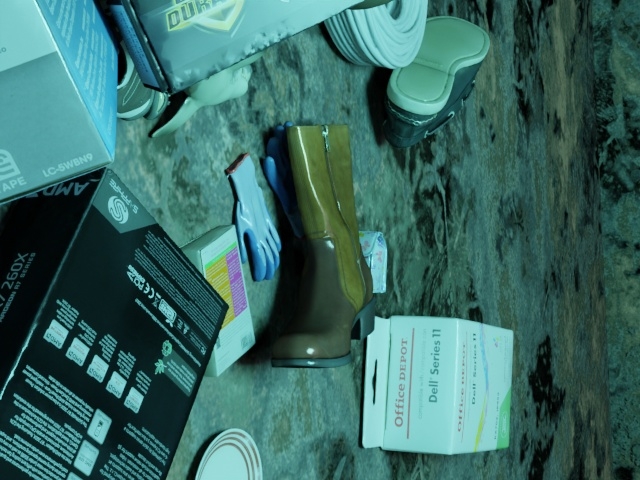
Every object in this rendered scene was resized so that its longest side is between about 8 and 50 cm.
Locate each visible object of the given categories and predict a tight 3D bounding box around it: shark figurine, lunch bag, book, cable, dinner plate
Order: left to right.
[{"bbox_3d":[-0.122,-0.210,1.009,0.166,0.278,0.116,-37,84,-24],"label":"shark figurine"},{"bbox_3d":[-0.111,0.065,1.125,0.096,0.035,0.144,-36,121,-60],"label":"book"},{"bbox_3d":[-0.107,0.281,1.142,0.141,0.017,0.141,4,85,-61],"label":"dinner plate"},{"bbox_3d":[0.049,0.028,1.382,0.053,0.071,0.083,7,86,-59],"label":"lunch bag"},{"bbox_3d":[0.071,-0.367,1.413,0.257,0.089,0.257,-1,91,-63],"label":"cable"}]

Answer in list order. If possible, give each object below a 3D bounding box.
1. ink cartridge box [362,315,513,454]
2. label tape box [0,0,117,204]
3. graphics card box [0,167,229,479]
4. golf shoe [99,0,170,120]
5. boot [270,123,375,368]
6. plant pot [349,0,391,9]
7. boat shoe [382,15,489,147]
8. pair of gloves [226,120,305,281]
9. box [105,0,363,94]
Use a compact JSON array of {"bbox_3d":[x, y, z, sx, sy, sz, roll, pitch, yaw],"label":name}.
[{"bbox_3d":[0.192,0.227,1.593,0.353,0.119,0.207,16,76,-61],"label":"ink cartridge box"},{"bbox_3d":[-0.247,-0.227,0.688,0.240,0.106,0.333,-108,179,-58],"label":"label tape box"},{"bbox_3d":[-0.217,0.149,0.857,0.233,0.094,0.371,54,45,-46],"label":"graphics card box"},{"bbox_3d":[-0.183,-0.212,0.947,0.094,0.077,0.198,-9,97,-61],"label":"golf shoe"},{"bbox_3d":[0.000,0.000,1.222,0.264,0.096,0.280,-24,110,-61],"label":"boot"},{"bbox_3d":[-0.042,-0.409,1.021,0.280,0.323,0.323,-4,93,-46],"label":"plant pot"},{"bbox_3d":[0.175,-0.245,1.587,0.340,0.127,0.113,-64,172,-52],"label":"boat shoe"},{"bbox_3d":[-0.056,-0.047,1.238,0.198,0.023,0.159,-49,131,-52],"label":"pair of gloves"},{"bbox_3d":[-0.069,-0.314,0.842,0.296,0.073,0.293,-29,115,-18],"label":"box"}]
